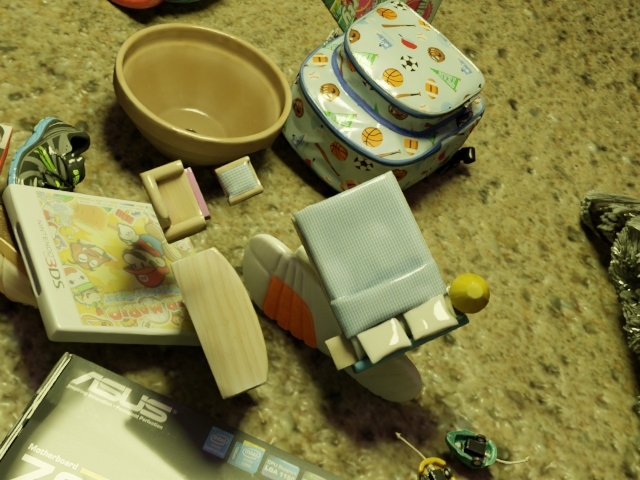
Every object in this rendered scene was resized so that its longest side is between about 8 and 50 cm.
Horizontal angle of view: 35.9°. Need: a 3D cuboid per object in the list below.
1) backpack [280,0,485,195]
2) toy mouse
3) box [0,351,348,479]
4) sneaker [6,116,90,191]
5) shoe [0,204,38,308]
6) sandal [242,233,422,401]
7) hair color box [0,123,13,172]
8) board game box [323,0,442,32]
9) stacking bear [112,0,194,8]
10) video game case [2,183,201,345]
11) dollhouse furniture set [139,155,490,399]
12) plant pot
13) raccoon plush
[{"bbox_3d":[0.082,-0.189,1.393,0.276,0.213,0.263,41,56,12],"label":"backpack"},{"bbox_3d":[0.176,0.269,1.109,0.143,0.031,0.161,-12,55,-32],"label":"toy mouse"},{"bbox_3d":[-0.132,0.312,0.885,0.395,0.097,0.318,25,40,1],"label":"box"},{"bbox_3d":[-0.328,-0.084,1.195,0.078,0.067,0.188,15,41,-2],"label":"sneaker"},{"bbox_3d":[-0.335,0.023,1.090,0.219,0.058,0.076,42,24,-7],"label":"shoe"},{"bbox_3d":[0.020,0.086,1.176,0.265,0.102,0.076,41,44,4],"label":"sandal"},{"bbox_3d":[-0.410,-0.095,1.159,0.072,0.043,0.141,12,28,-16],"label":"hair color box"},{"bbox_3d":[0.090,-0.469,1.639,0.098,0.224,0.303,-7,52,-31],"label":"board game box"},{"bbox_3d":[-0.194,-0.463,1.562,0.164,0.175,0.289,40,38,18],"label":"stacking bear"},{"bbox_3d":[-0.227,0.029,1.114,0.227,0.026,0.206,8,43,-44],"label":"video game case"},{"bbox_3d":[0.000,0.000,1.028,0.304,0.198,0.286,-22,83,-7],"label":"dollhouse furniture set"},{"bbox_3d":[-0.166,-0.177,1.326,0.237,0.109,0.237,13,44,-13],"label":"plant pot"},{"bbox_3d":[0.481,0.117,1.343,0.216,0.299,0.446,5,13,0],"label":"raccoon plush"}]
